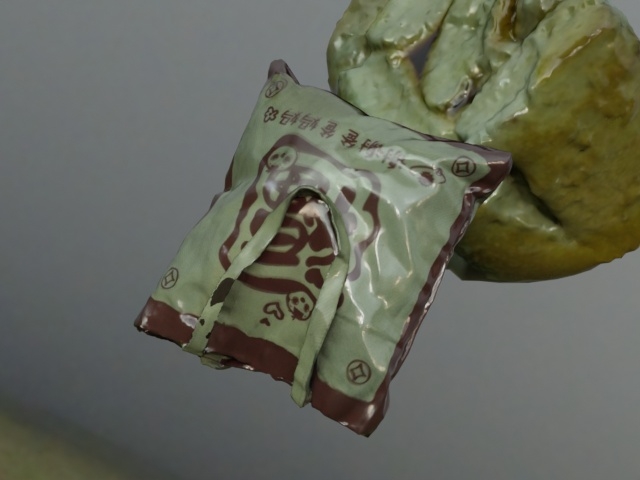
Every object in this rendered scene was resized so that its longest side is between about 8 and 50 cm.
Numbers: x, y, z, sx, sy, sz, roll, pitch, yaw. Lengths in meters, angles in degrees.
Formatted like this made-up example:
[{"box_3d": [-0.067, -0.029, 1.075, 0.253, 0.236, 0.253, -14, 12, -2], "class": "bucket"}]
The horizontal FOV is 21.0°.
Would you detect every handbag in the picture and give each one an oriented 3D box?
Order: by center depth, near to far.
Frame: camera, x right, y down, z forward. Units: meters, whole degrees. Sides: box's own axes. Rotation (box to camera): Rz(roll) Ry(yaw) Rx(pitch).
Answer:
[{"box_3d": [0.000, 0.000, 1.258, 0.213, 0.235, 0.127, 24, -10, 21], "class": "handbag"}]

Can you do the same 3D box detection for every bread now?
[{"box_3d": [0.142, -0.142, 1.605, 0.239, 0.264, 0.395, 43, 8, -41], "class": "bread"}]
